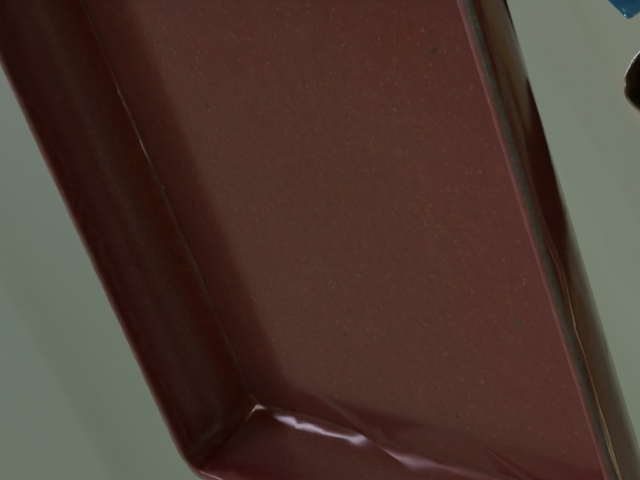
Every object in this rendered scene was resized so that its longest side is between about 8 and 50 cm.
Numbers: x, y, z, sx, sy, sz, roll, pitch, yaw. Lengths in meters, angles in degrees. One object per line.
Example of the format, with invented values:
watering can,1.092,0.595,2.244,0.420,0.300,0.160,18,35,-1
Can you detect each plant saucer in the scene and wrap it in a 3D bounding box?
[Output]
plant saucer,0.000,0.000,0.552,0.047,0.258,0.259,-37,-60,-32

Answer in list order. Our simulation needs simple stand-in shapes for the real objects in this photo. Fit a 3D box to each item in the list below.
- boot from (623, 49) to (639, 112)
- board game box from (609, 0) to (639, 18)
boot,0.332,-0.076,0.853,0.220,0.283,0.109,4,-79,-38
board game box,0.299,-0.319,0.955,0.086,0.302,0.308,43,-141,-7
